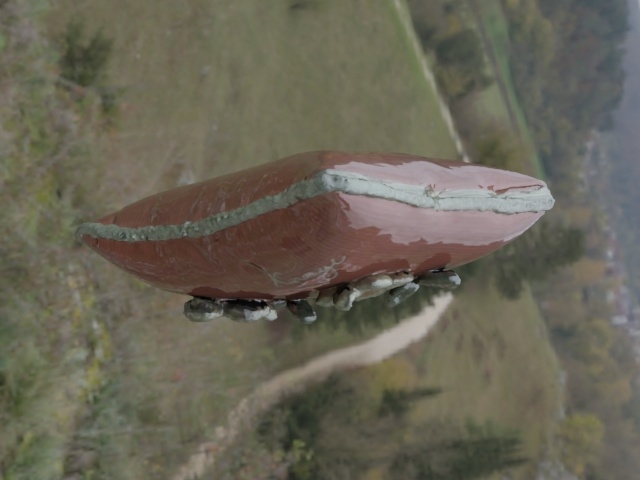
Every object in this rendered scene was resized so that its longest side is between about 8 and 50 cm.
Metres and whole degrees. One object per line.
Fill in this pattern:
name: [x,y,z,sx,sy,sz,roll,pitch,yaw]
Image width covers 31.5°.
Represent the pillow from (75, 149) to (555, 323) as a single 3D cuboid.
pillow: [0.000,0.000,0.549,0.171,0.179,0.075,3,78,-46]
